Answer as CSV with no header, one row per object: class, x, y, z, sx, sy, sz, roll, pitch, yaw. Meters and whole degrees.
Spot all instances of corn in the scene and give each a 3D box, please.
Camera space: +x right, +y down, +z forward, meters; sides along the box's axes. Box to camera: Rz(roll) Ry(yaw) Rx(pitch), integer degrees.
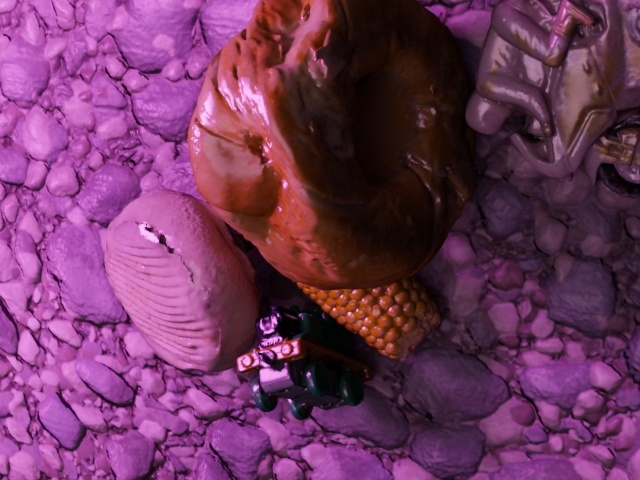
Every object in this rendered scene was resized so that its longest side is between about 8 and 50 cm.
corn,0.000,0.000,1.711,0.347,0.130,0.130,47,117,2

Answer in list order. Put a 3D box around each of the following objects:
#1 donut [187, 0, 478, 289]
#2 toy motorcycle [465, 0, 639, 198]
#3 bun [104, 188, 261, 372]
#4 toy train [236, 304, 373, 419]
donut,0.021,-0.116,1.547,0.170,0.360,0.360,-2,103,41
toy motorcycle,0.257,-0.194,1.554,0.223,0.108,0.341,-12,105,15
bun,-0.157,0.050,1.767,0.239,0.141,0.239,38,146,31
toy train,-0.019,0.139,1.724,0.091,0.227,0.136,-19,65,26
